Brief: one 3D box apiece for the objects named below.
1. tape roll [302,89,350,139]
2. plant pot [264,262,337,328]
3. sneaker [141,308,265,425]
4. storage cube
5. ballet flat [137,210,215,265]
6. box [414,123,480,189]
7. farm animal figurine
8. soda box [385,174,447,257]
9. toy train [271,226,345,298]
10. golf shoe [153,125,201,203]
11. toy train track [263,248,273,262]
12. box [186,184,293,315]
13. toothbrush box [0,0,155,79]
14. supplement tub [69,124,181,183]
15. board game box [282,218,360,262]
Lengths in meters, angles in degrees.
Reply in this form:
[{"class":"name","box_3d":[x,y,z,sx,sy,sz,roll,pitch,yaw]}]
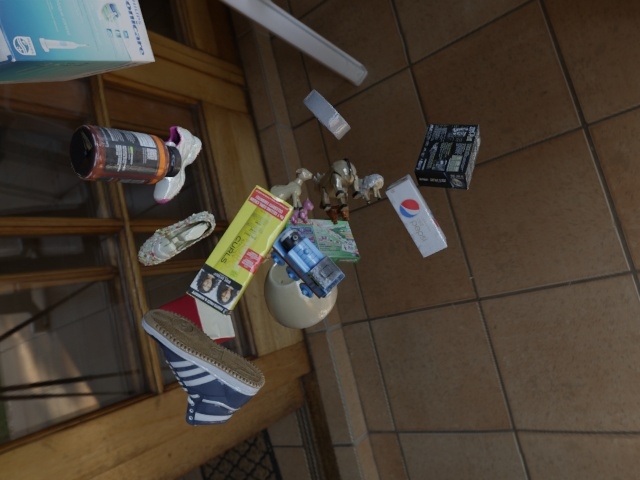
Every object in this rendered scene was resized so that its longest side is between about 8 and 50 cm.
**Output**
[{"class":"tape roll","box_3d":[0.024,-0.516,1.752,0.072,0.219,0.219,-45,67,9]},{"class":"plant pot","box_3d":[-0.097,0.163,1.598,0.284,0.191,0.284,-10,52,13]},{"class":"sneaker","box_3d":[-0.273,0.273,0.883,0.282,0.099,0.153,36,104,-8]},{"class":"storage cube","box_3d":[-0.466,0.312,1.591,0.193,0.184,0.214,-25,73,19]},{"class":"ballet flat","box_3d":[-0.406,-0.006,1.208,0.077,0.241,0.091,28,151,58]},{"class":"box","box_3d":[0.372,-0.247,1.240,0.148,0.077,0.180,8,65,28]},{"class":"farm animal figurine","box_3d":[0.009,-0.185,1.498,0.327,0.331,0.172,-28,66,41]},{"class":"soda box","box_3d":[0.262,-0.067,1.160,0.074,0.069,0.216,-28,101,22]},{"class":"toy train","box_3d":[-0.034,0.049,0.944,0.184,0.080,0.105,48,150,2]},{"class":"golf shoe","box_3d":[-0.569,-0.290,1.604,0.115,0.140,0.306,9,70,27]},{"class":"toy train track","box_3d":[-0.132,0.037,1.026,0.014,0.083,0.048,35,99,23]},{"class":"box","box_3d":[-0.144,0.019,0.787,0.087,0.058,0.232,33,80,-1]},{"class":"toothbrush box","box_3d":[-0.445,-0.319,0.655,0.217,0.295,0.126,-4,110,18]},{"class":"supplement tub","box_3d":[-0.384,-0.168,0.861,0.106,0.198,0.105,2,94,35]},{"class":"board game box","box_3d":[0.000,0.000,1.864,0.046,0.318,0.213,117,146,-45]}]
